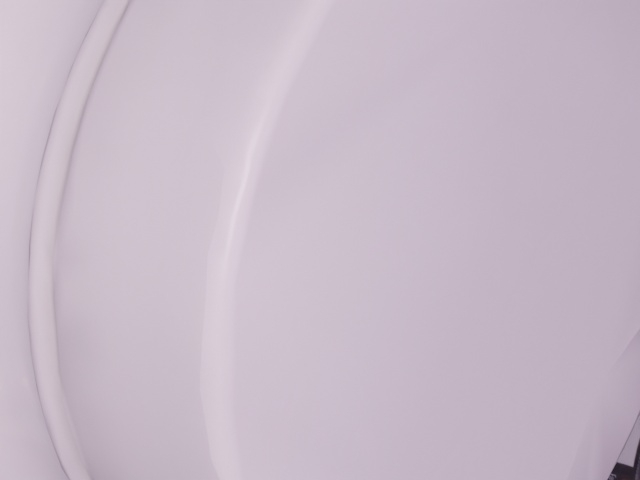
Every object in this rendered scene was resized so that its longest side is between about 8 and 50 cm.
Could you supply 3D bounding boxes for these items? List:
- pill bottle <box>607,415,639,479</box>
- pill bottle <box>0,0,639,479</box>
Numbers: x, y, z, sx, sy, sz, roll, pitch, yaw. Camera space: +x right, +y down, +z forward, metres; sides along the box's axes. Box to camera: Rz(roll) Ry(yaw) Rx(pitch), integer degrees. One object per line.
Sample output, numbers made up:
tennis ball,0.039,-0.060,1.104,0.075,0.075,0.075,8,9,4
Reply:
pill bottle,0.162,0.105,1.072,0.130,0.246,0.130,-21,118,-47
pill bottle,-0.120,-0.035,0.536,0.229,0.408,0.229,-20,116,-48
